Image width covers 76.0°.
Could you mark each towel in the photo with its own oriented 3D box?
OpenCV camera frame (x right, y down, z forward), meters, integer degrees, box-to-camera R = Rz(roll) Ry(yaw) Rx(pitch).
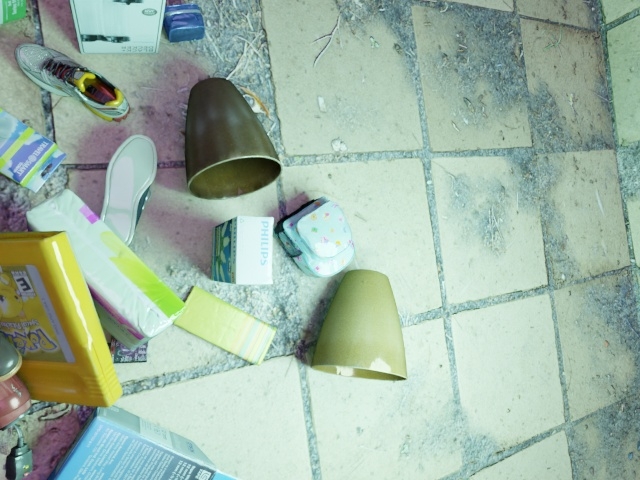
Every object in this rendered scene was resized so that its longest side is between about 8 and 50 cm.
[{"bbox_3d":[-0.225,0.208,0.993,0.237,0.021,0.102,33,69,-18],"label":"towel"}]

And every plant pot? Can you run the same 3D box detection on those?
[{"bbox_3d":[0.110,0.213,1.051,0.237,0.237,0.255,19,65,-22],"label":"plant pot"},{"bbox_3d":[-0.221,-0.241,0.938,0.215,0.215,0.231,-12,77,-25],"label":"plant pot"}]

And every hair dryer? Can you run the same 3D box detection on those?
[{"bbox_3d":[-0.620,0.292,0.705,0.223,0.080,0.294,8,100,-5],"label":"hair dryer"}]

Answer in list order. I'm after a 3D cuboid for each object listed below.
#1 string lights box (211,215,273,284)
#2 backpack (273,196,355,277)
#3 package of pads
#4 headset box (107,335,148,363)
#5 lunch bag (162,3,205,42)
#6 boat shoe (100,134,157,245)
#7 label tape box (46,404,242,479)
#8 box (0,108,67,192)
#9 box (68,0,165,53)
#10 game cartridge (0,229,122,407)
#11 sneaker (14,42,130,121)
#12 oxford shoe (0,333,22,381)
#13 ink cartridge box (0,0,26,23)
[{"bbox_3d":[-0.176,0.026,0.893,0.076,0.259,0.134,2,85,-24],"label":"string lights box"},{"bbox_3d":[0.000,0.000,1.043,0.165,0.144,0.188,-36,104,-28],"label":"backpack"},{"bbox_3d":[-0.418,0.075,0.788,0.296,0.229,0.101,48,54,-8],"label":"package of pads"},{"bbox_3d":[-0.421,0.234,0.893,0.083,0.032,0.062,4,85,-23],"label":"headset box"},{"bbox_3d":[-0.327,-0.514,0.964,0.098,0.067,0.065,-18,94,-23],"label":"lunch bag"},{"bbox_3d":[-0.418,-0.101,0.890,0.095,0.079,0.255,10,85,-26],"label":"boat shoe"},{"bbox_3d":[-0.378,0.534,0.852,0.347,0.115,0.249,37,73,-21],"label":"label tape box"},{"bbox_3d":[-0.628,-0.191,0.820,0.178,0.042,0.109,35,74,-18],"label":"box"},{"bbox_3d":[-0.402,-0.473,0.806,0.169,0.290,0.087,-13,94,-27],"label":"box"},{"bbox_3d":[-0.516,0.142,0.710,0.285,0.053,0.324,-2,110,15],"label":"game cartridge"},{"bbox_3d":[-0.511,-0.341,0.855,0.225,0.092,0.088,25,77,-21],"label":"sneaker"},{"bbox_3d":[-0.593,0.129,0.625,0.271,0.098,0.097,38,42,-18],"label":"oxford shoe"},{"bbox_3d":[-0.698,-0.472,0.754,0.208,0.086,0.153,-47,110,-33],"label":"ink cartridge box"}]
